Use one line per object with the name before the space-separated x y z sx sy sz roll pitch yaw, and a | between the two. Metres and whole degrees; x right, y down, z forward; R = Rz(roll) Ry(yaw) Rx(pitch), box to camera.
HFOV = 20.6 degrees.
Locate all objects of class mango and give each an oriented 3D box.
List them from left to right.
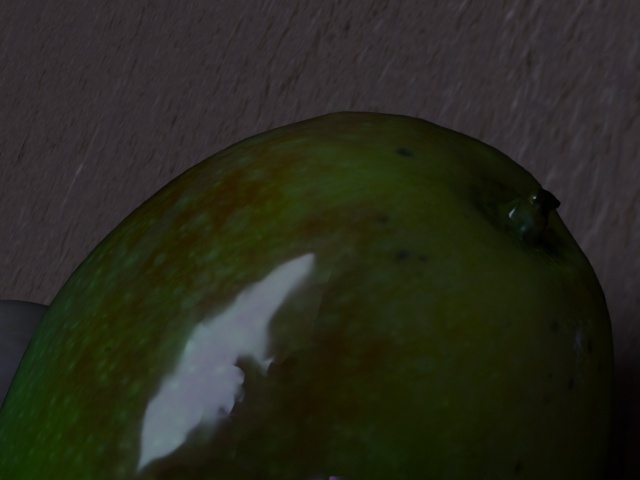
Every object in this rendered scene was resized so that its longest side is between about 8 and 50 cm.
mango | -0.036 0.127 0.637 0.225 0.201 0.382 44 112 45

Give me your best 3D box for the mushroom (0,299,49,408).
mushroom | -0.190 0.135 0.920 0.226 0.178 0.226 -34 1 0
